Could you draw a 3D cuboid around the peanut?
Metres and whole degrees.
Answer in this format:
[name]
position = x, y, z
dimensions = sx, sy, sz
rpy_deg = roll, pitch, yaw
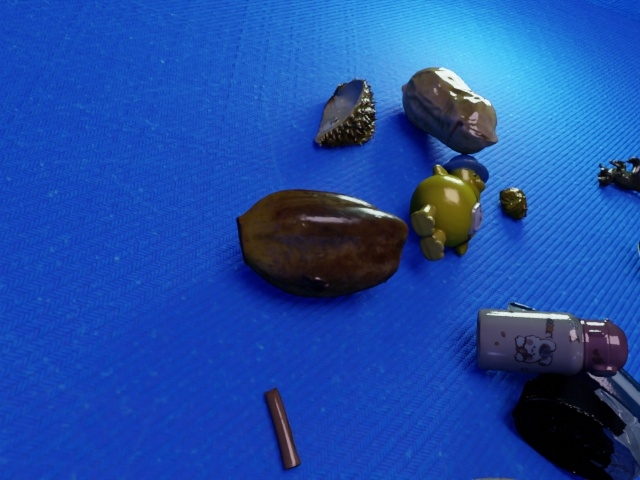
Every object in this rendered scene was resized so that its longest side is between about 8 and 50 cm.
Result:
[peanut]
position = 0.318, -0.318, 1.247
dimensions = 0.158, 0.174, 0.340
rpy_deg = -36, 53, -4

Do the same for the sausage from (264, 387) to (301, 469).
[sausage]
position = -0.056, 0.268, 0.731
dimensions = 0.026, 0.026, 0.116
rpy_deg = -5, 55, -27

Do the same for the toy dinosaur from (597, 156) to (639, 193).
[toy dinosaur]
position = 0.873, -0.148, 1.479
dimensions = 0.188, 0.087, 0.178
rpy_deg = -4, 91, -8

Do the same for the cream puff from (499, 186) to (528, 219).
[cream puff]
position = 0.471, -0.093, 1.229
dimensions = 0.083, 0.058, 0.083
rpy_deg = 32, 46, 1

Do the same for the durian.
[durian]
position = 0.066, -0.304, 1.200
dimensions = 0.140, 0.144, 0.251
rpy_deg = 4, 54, 7

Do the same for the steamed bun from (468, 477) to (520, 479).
[steamed bun]
position = 0.260, 0.409, 0.683
dimensions = 0.228, 0.130, 0.177
rpy_deg = 10, 49, -13

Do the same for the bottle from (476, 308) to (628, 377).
[bottle]
position = 0.390, 0.176, 0.872
dimensions = 0.234, 0.109, 0.109
rpy_deg = 1, 44, 21

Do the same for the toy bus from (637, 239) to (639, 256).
[toy bus]
position = 0.915, 0.047, 1.236
dimensions = 0.272, 0.164, 0.133
rpy_deg = 20, 47, -7

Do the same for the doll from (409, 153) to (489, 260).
[doll]
position = 0.284, -0.074, 1.098
dimensions = 0.363, 0.145, 0.199
rpy_deg = -40, 115, -50

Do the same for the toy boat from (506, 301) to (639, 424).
[toy boat]
position = 0.464, 0.227, 0.947
dimensions = 0.299, 0.096, 0.062
rpy_deg = 41, 58, 16

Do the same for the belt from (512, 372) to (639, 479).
[belt]
position = 0.420, 0.303, 0.822
dimensions = 0.199, 0.151, 0.078
rpy_deg = 34, 46, 15

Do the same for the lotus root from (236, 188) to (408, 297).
[lotus root]
position = -0.003, 0.007, 0.879
dimensions = 0.291, 0.193, 0.193
rpy_deg = 4, 52, -24
